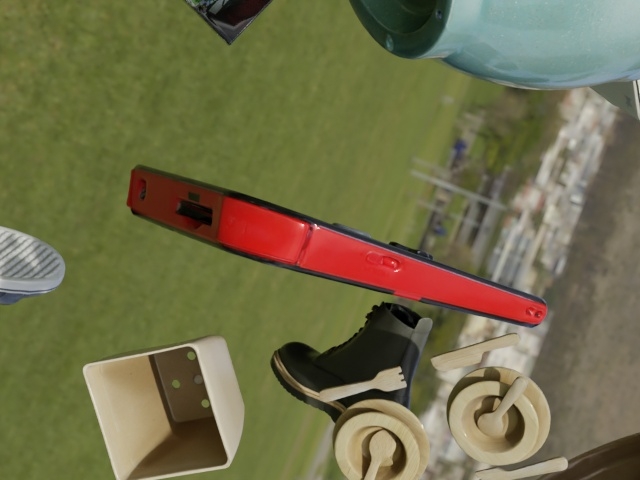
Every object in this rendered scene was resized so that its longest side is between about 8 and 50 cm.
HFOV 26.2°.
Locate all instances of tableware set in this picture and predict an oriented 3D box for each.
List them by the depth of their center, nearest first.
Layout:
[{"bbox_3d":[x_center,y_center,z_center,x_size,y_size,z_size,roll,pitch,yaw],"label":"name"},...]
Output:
[{"bbox_3d":[0.096,0.165,1.148,0.128,0.194,0.039,67,22,-10],"label":"tableware set"}]

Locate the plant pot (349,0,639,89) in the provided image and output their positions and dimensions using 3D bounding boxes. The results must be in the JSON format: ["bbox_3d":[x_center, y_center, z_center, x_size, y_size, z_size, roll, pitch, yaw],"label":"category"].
[{"bbox_3d":[0.127,-0.236,0.999,0.196,0.293,0.293,-19,150,-23],"label":"plant pot"}]

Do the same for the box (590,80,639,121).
[{"bbox_3d":[0.407,-0.240,1.434,0.275,0.113,0.094,-30,130,-12],"label":"box"}]

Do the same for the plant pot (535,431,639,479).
[{"bbox_3d":[0.297,0.265,1.273,0.237,0.237,0.110,-42,110,-80],"label":"plant pot"}]

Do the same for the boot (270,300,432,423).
[{"bbox_3d":[0.035,0.106,1.360,0.076,0.198,0.137,4,107,-42],"label":"boot"}]

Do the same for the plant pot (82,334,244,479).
[{"bbox_3d":[-0.122,0.135,1.183,0.096,0.109,0.109,-35,111,-68],"label":"plant pot"}]

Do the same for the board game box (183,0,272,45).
[{"bbox_3d":[-0.052,-0.337,1.398,0.260,0.136,0.030,-46,-170,-6],"label":"board game box"}]

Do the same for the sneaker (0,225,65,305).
[{"bbox_3d":[-0.562,0.049,2.119,0.126,0.321,0.127,-99,-155,-48],"label":"sneaker"}]

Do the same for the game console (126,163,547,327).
[{"bbox_3d":[0.000,0.000,1.414,0.386,0.342,0.060,19,-85,64],"label":"game console"}]
